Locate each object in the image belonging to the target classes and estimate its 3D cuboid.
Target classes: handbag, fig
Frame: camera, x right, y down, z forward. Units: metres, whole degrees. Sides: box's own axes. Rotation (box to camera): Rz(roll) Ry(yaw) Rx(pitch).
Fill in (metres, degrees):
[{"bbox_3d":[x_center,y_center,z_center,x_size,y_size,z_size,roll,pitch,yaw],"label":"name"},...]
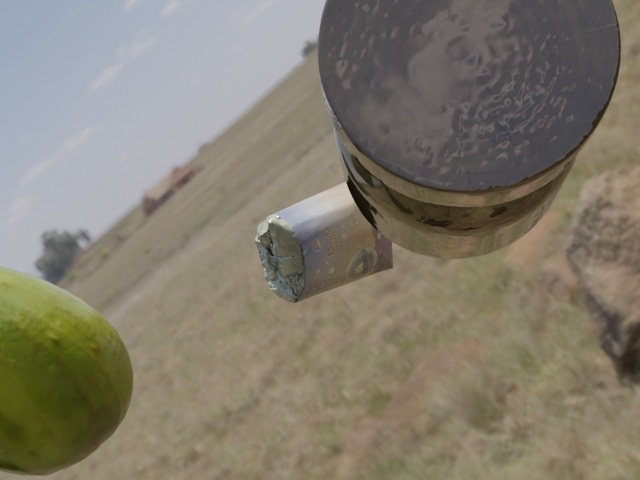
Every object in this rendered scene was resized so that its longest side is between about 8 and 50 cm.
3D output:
[{"bbox_3d":[0.000,0.000,1.461,0.173,0.117,0.095,-21,30,-32],"label":"handbag"},{"bbox_3d":[-0.411,0.163,1.696,0.258,0.326,0.258,-24,35,18],"label":"fig"}]

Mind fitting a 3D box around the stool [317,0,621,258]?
[{"bbox_3d":[0.094,-0.092,0.863,0.179,0.179,0.264,-41,-10,-4],"label":"stool"}]
